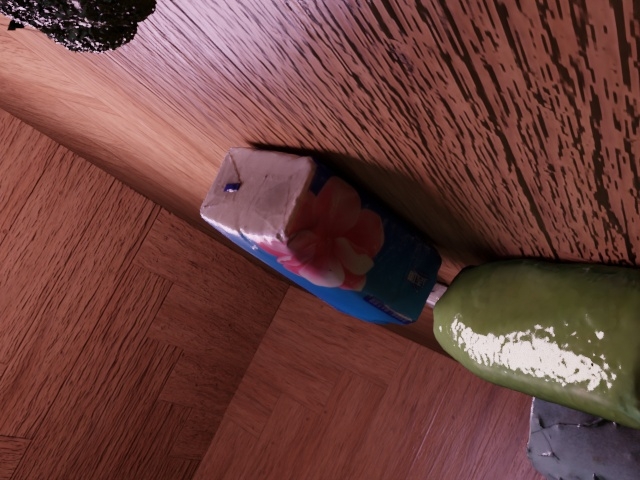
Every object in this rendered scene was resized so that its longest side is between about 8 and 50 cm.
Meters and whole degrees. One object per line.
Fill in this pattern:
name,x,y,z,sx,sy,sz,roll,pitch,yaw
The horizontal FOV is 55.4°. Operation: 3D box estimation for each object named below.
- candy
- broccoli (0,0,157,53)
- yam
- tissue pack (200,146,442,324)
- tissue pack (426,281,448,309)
candy,0.245,0.096,0.626,0.132,0.142,0.343,16,176,-19
broccoli,-0.129,-0.165,0.311,0.130,0.131,0.120,16,-147,-12
yam,0.455,0.259,0.728,0.348,0.241,0.241,17,167,41
tissue pack,0.000,0.000,0.799,0.269,0.137,0.209,33,171,-40
tissue pack,0.219,0.105,1.088,0.062,0.042,0.083,23,171,35
